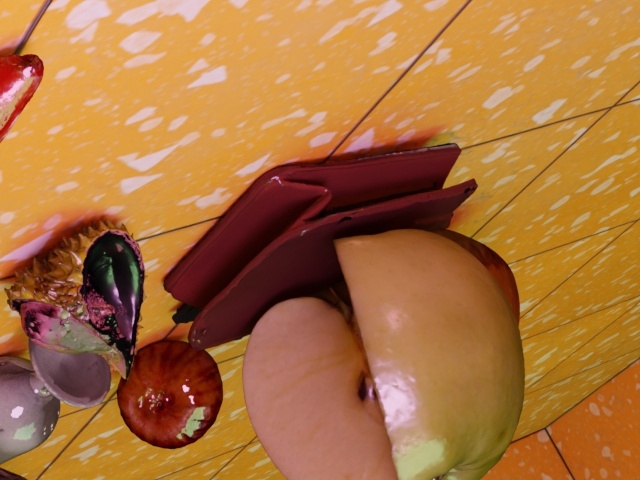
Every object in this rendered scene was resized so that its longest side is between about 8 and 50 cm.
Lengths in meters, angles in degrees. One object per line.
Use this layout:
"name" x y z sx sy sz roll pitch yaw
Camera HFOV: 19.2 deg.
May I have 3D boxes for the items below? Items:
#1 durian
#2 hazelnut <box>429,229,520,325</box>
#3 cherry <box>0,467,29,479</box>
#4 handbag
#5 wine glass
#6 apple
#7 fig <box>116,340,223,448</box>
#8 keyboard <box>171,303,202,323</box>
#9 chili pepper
"durian" -0.230 0.039 1.722 0.108 0.119 0.187 6 159 16
"hazelnut" 0.138 0.085 2.301 0.210 0.210 0.186 -18 122 -36
"cherry" -0.389 0.355 2.216 0.195 0.195 0.195 -27 165 -8
"handbag" 0.000 0.001 1.974 0.275 0.084 0.260 -9 153 -42
"wine glass" -0.323 0.174 1.932 0.231 0.103 0.103 -35 164 32
"apple" 0.084 0.133 1.902 0.233 0.258 0.295 -15 158 -33
"fig" -0.176 0.181 2.196 0.128 0.128 0.150 -24 170 -19
"keyboard" -0.071 0.060 2.177 0.087 0.017 0.250 -40 162 31
"chili pepper" -0.249 -0.076 1.333 0.169 0.065 0.088 -41 162 28
